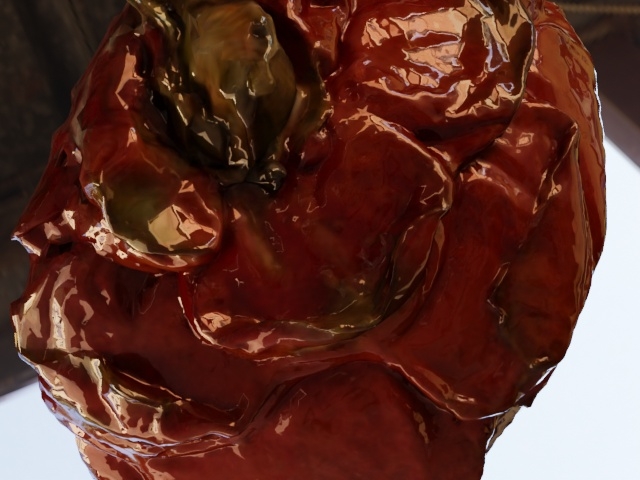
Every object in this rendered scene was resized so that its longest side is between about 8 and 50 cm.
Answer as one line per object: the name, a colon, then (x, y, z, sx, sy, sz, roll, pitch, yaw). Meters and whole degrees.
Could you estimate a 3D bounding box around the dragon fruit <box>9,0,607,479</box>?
dragon fruit: (0.000, 0.000, 0.351, 0.106, 0.083, 0.162, 22, -89, -42)
